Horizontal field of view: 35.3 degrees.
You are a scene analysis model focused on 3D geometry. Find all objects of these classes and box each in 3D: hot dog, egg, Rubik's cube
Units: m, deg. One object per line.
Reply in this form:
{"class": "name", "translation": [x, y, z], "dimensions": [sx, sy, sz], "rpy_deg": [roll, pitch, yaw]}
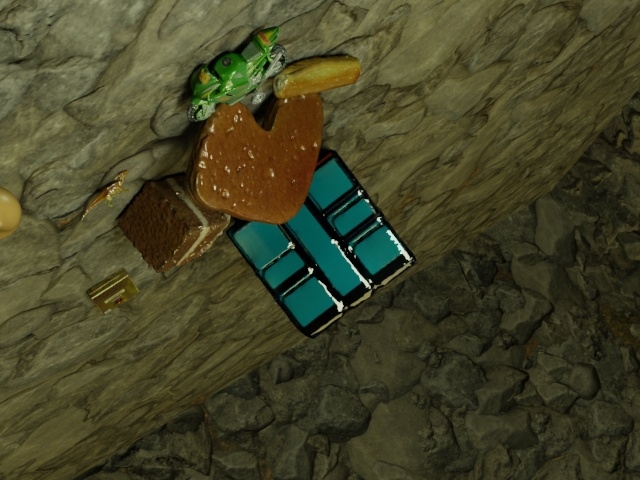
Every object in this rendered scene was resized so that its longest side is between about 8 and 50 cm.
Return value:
{"class": "hot dog", "translation": [-0.007, -0.295, 1.767], "dimensions": [0.216, 0.047, 0.066], "rpy_deg": [-23, 143, -44]}
{"class": "egg", "translation": [-0.474, -0.041, 1.430], "dimensions": [0.080, 0.080, 0.096], "rpy_deg": [-40, 167, 12]}
{"class": "Rubik's cube", "translation": [0.000, 0.000, 2.087], "dimensions": [0.283, 0.288, 0.293], "rpy_deg": [-36, -177, 5]}

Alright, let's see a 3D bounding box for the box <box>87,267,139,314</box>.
{"class": "box", "translation": [-0.429, 0.107, 2.086], "dimensions": [0.090, 0.023, 0.133], "rpy_deg": [-32, 165, -10]}

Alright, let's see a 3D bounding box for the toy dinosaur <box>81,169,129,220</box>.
{"class": "toy dinosaur", "translation": [-0.358, -0.073, 1.688], "dimensions": [0.113, 0.026, 0.041], "rpy_deg": [-46, 158, 2]}

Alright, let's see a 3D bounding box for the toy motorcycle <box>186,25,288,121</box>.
{"class": "toy motorcycle", "translation": [-0.136, -0.257, 1.567], "dimensions": [0.190, 0.074, 0.106], "rpy_deg": [-35, 156, -5]}

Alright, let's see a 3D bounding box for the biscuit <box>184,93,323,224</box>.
{"class": "biscuit", "translation": [-0.112, -0.164, 1.744], "dimensions": [0.277, 0.052, 0.262], "rpy_deg": [10, 89, -47]}

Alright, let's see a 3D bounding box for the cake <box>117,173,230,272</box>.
{"class": "cake", "translation": [-0.261, -0.035, 1.831], "dimensions": [0.134, 0.135, 0.147], "rpy_deg": [-45, 168, 28]}
